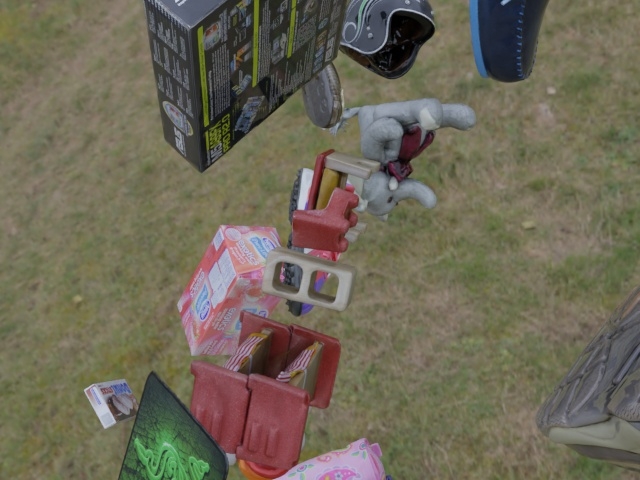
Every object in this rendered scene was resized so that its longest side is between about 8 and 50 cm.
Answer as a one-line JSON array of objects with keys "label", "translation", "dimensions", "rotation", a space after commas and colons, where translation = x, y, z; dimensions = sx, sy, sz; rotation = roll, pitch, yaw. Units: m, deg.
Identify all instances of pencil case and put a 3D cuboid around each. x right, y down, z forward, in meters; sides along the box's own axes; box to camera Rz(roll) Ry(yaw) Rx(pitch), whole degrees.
[{"label": "pencil case", "translation": [-0.005, 0.495, 1.818], "dimensions": [0.284, 0.124, 0.124], "rotation": [-23, 40, 4]}]

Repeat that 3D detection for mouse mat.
[{"label": "mouse mat", "translation": [-0.146, 0.227, 0.852], "dimensions": [0.007, 0.152, 0.190], "rotation": [10, 12, -36]}]

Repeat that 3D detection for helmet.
[{"label": "helmet", "translation": [0.124, -0.400, 1.679], "dimensions": [0.169, 0.169, 0.161], "rotation": [32, 92, 43]}]

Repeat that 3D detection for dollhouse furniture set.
[{"label": "dollhouse furniture set", "translation": [-0.049, 0.073, 1.157], "dimensions": [0.152, 0.374, 0.201], "rotation": [14, 15, 10]}]

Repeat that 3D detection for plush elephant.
[{"label": "plush elephant", "translation": [0.154, -0.164, 1.950], "dimensions": [0.330, 0.255, 0.272], "rotation": [-1, 4, 21]}]

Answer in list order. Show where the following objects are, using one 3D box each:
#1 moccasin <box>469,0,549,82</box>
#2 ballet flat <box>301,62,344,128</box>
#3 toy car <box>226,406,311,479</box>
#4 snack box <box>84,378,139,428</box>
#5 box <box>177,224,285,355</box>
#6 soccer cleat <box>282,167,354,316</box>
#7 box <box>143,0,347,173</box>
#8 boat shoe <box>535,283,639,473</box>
[{"label": "moccasin", "translation": [0.199, -0.294, 0.793], "dimensions": [0.117, 0.342, 0.137], "rotation": [10, 38, 17]}, {"label": "ballet flat", "translation": [0.001, -0.233, 1.273], "dimensions": [0.058, 0.084, 0.250], "rotation": [7, 31, -20]}, {"label": "toy car", "translation": [-0.090, 0.319, 1.492], "dimensions": [0.159, 0.182, 0.136], "rotation": [0, 28, -21]}, {"label": "snack box", "translation": [-0.310, 0.244, 1.366], "dimensions": [0.022, 0.178, 0.064], "rotation": [-31, 84, -2]}, {"label": "box", "translation": [-0.196, 0.117, 2.037], "dimensions": [0.142, 0.300, 0.154], "rotation": [3, 48, -31]}, {"label": "soccer cleat", "translation": [0.000, 0.000, 1.592], "dimensions": [0.116, 0.108, 0.318], "rotation": [10, 47, -7]}, {"label": "box", "translation": [-0.062, -0.206, 0.872], "dimensions": [0.060, 0.270, 0.216], "rotation": [43, 72, 12]}, {"label": "boat shoe", "translation": [0.223, 0.103, 0.529], "dimensions": [0.130, 0.355, 0.132], "rotation": [40, 89, 8]}]
